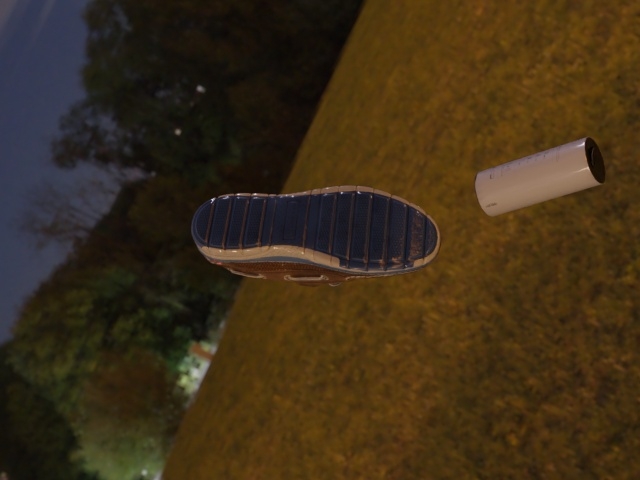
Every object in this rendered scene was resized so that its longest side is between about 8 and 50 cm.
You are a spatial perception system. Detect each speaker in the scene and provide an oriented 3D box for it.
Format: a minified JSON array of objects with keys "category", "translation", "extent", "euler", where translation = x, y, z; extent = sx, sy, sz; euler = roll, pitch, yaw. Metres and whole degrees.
[{"category":"speaker","translation":[0.241,-0.070,1.226],"extent":[0.136,0.055,0.055],"euler":[-18,36,32]}]

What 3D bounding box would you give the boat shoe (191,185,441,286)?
[{"category":"boat shoe","translation":[0.000,0.000,0.830],"extent":[0.066,0.183,0.066],"euler":[69,-150,-63]}]
